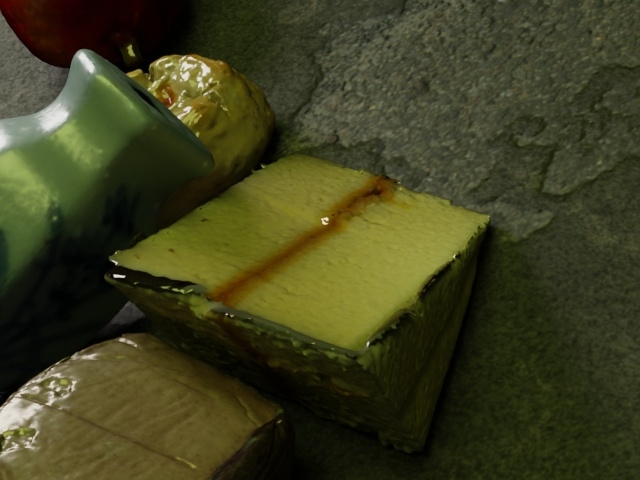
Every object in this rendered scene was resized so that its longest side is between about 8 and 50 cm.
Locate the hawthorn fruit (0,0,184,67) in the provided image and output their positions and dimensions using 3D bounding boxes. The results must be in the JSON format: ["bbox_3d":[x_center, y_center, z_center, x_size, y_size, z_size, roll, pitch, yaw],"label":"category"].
[{"bbox_3d":[-0.301,-0.344,2.084,0.265,0.265,0.307,-23,63,4],"label":"hawthorn fruit"}]

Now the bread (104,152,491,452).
[{"bbox_3d":[0.000,0.000,1.595,0.345,0.242,0.405,7,55,29],"label":"bread"}]

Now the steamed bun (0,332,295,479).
[{"bbox_3d":[-0.178,0.244,1.449,0.251,0.199,0.301,26,40,28],"label":"steamed bun"}]

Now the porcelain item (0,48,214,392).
[{"bbox_3d":[-0.309,0.006,1.687,0.405,0.242,0.178,-49,57,4],"label":"porcelain item"}]

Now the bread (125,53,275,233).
[{"bbox_3d":[-0.178,-0.122,1.869,0.244,0.134,0.244,-15,39,13],"label":"bread"}]
